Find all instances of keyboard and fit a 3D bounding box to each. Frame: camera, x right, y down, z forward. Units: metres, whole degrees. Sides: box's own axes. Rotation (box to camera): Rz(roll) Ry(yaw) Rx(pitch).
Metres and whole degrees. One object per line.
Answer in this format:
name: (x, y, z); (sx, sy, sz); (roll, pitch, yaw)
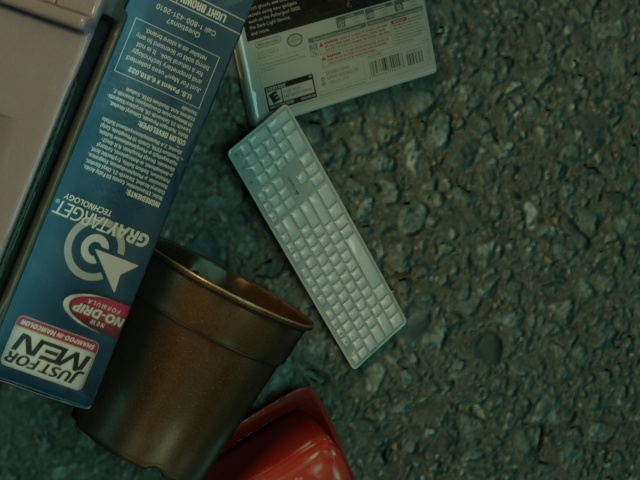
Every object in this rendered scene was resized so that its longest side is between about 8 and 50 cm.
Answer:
keyboard: (0.000, 0.000, 1.603); (0.072, 0.014, 0.256); (-38, 120, -15)

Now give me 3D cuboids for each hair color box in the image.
hair color box: (-0.191, -0.061, 1.405); (0.105, 0.174, 0.347); (23, 88, -31)

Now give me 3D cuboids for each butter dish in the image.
butter dish: (-0.023, 0.236, 1.586); (0.160, 0.118, 0.160); (-30, 112, -22)

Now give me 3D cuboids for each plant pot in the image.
plant pot: (-0.116, 0.103, 1.496); (0.167, 0.167, 0.165); (26, 95, -30)

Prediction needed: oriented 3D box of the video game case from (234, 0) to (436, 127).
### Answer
video game case: (0.006, -0.207, 1.575); (0.190, 0.022, 0.173); (-19, 108, -24)

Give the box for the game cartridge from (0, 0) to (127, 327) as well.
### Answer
game cartridge: (-0.294, -0.079, 1.325); (0.355, 0.230, 0.068); (-68, 160, -2)
